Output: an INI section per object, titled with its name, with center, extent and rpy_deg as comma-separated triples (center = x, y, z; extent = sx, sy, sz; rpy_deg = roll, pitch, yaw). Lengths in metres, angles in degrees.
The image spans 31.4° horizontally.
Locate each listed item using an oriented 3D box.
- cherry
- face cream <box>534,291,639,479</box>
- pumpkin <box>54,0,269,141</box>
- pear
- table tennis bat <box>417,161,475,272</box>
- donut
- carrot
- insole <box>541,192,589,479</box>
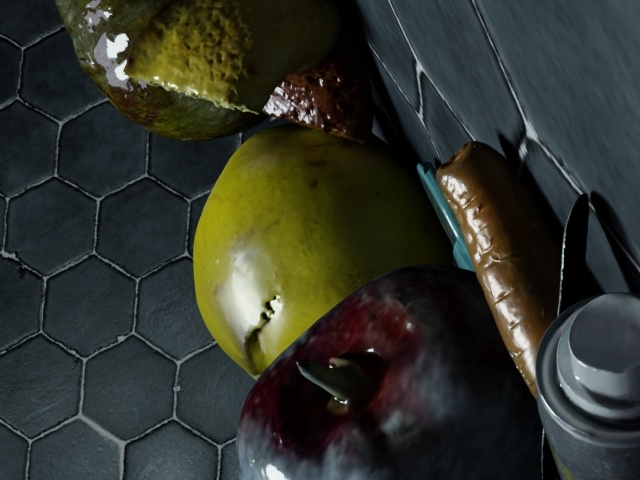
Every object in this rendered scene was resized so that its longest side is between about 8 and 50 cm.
[cherry]
center = 0.074, 0.148, 0.826
extent = 0.296, 0.255, 0.218
rpy_deg = 43, -178, -31
[face cream]
center = 0.150, 0.106, 0.542
extent = 0.073, 0.073, 0.283
rpy_deg = 62, 180, 36
[pumpkin]
center = -0.116, -0.229, 1.188
extent = 0.325, 0.242, 0.232
rpy_deg = 13, -132, -49
[pear]
center = 0.005, 0.012, 1.236
extent = 0.285, 0.285, 0.336
rpy_deg = 62, -162, -17
[table tennis bat]
center = 0.124, -0.001, 0.971
extent = 0.124, 0.033, 0.201
rpy_deg = 60, -174, -22
[donut]
center = -0.025, -0.176, 1.060
extent = 0.112, 0.151, 0.295
rpy_deg = 33, -166, 30
[carrot]
center = 0.119, 0.026, 0.641
extent = 0.186, 0.060, 0.060
rpy_deg = 64, -179, 18
[insole]
center = 0.116, 0.051, 0.539
extent = 0.053, 0.002, 0.152
rpy_deg = -39, -46, -53
